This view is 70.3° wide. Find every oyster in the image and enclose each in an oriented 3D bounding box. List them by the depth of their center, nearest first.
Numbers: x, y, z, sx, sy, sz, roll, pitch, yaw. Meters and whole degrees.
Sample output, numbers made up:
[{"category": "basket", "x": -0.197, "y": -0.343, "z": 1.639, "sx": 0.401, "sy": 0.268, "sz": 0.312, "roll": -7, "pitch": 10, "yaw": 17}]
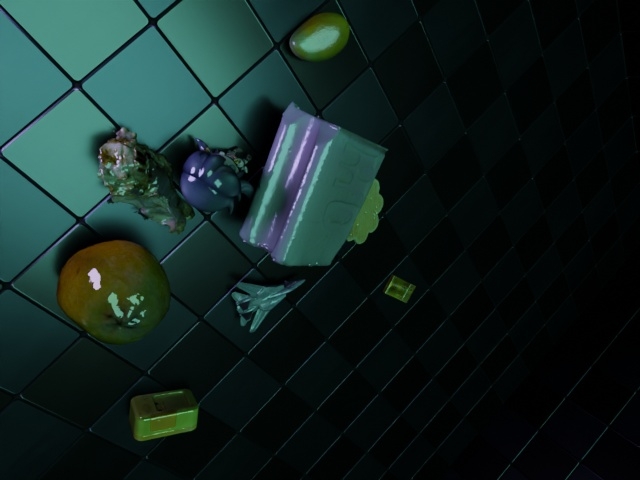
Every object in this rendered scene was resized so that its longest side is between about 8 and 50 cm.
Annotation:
[{"category": "oyster", "x": -0.469, "y": -0.136, "z": 1.239, "sx": 0.198, "sy": 0.133, "sz": 0.337, "roll": -60, "pitch": 148, "yaw": -30}]

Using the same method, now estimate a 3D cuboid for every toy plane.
[{"category": "toy plane", "x": -0.177, "y": 0.187, "z": 1.600, "sx": 0.267, "sy": 0.088, "sz": 0.213, "roll": -28, "pitch": 124, "yaw": -29}]

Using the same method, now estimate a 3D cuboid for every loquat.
[{"category": "loquat", "x": -0.550, "y": 0.135, "z": 1.218, "sx": 0.275, "sy": 0.284, "sz": 0.276, "roll": -16, "pitch": 123, "yaw": -26}]

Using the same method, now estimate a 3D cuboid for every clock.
[{"category": "clock", "x": -0.518, "y": 0.574, "z": 1.506, "sx": 0.202, "sy": 0.143, "sz": 0.096, "roll": 2, "pitch": 106, "yaw": -32}]

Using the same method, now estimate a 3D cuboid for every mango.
[{"category": "mango", "x": -0.002, "y": -0.609, "z": 1.365, "sx": 0.194, "sy": 0.092, "sz": 0.130, "roll": -21, "pitch": 121, "yaw": -19}]

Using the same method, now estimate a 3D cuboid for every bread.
[{"category": "bread", "x": 0.159, "y": -0.111, "z": 1.689, "sx": 0.181, "sy": 0.038, "sz": 0.251, "roll": 7, "pitch": 97, "yaw": -47}]

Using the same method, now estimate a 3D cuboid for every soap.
[{"category": "soap", "x": -0.016, "y": -0.151, "z": 1.411, "sx": 0.350, "sy": 0.212, "sz": 0.436, "roll": 8, "pitch": 108, "yaw": -59}]

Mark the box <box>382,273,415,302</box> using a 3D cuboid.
[{"category": "box", "x": 0.342, "y": 0.210, "z": 1.967, "sx": 0.156, "sy": 0.022, "sz": 0.089, "roll": 29, "pitch": 94, "yaw": -37}]

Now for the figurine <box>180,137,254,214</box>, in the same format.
[{"category": "figurine", "x": -0.287, "y": -0.177, "z": 1.284, "sx": 0.265, "sy": 0.175, "sz": 0.197, "roll": -15, "pitch": 116, "yaw": -73}]
